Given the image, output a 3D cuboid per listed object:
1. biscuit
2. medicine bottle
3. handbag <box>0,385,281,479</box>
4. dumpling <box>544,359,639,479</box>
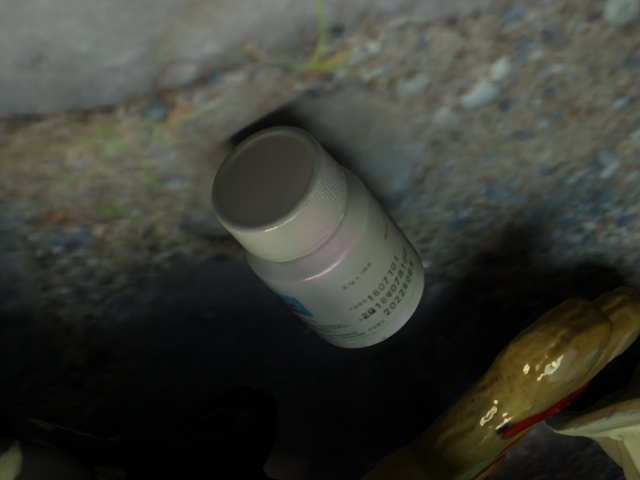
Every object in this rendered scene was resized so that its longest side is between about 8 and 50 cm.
[{"bbox_3d":[0.059,0.104,0.587,0.234,0.030,0.153,-46,160,23],"label":"biscuit"},{"bbox_3d":[0.000,0.000,0.468,0.052,0.052,0.089,-28,140,11],"label":"medicine bottle"},{"bbox_3d":[-0.215,0.128,0.443,0.317,0.180,0.416,-37,145,17],"label":"handbag"},{"bbox_3d":[0.191,0.098,0.634,0.155,0.111,0.181,7,138,11],"label":"dumpling"}]
